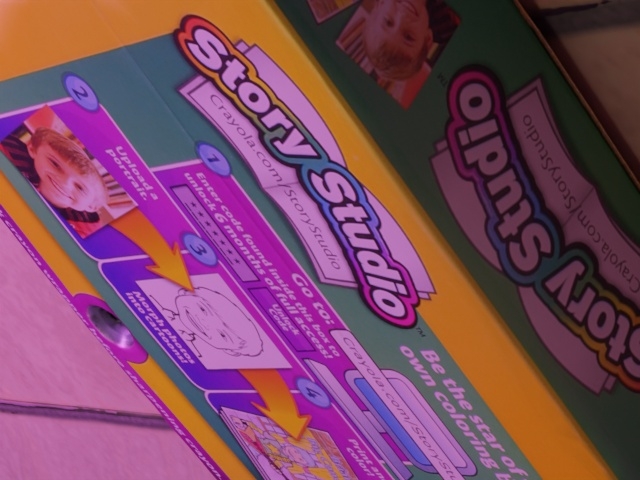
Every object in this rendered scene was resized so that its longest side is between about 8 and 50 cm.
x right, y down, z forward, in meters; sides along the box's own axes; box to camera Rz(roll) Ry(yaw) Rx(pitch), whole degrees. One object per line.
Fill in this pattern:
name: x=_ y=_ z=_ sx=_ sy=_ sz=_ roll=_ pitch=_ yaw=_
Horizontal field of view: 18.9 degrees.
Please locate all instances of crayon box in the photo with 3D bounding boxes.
crayon box: x=0.000 y=0.000 z=0.861 sx=0.313 sy=0.106 sz=0.363 roll=-6 pitch=127 yaw=54
